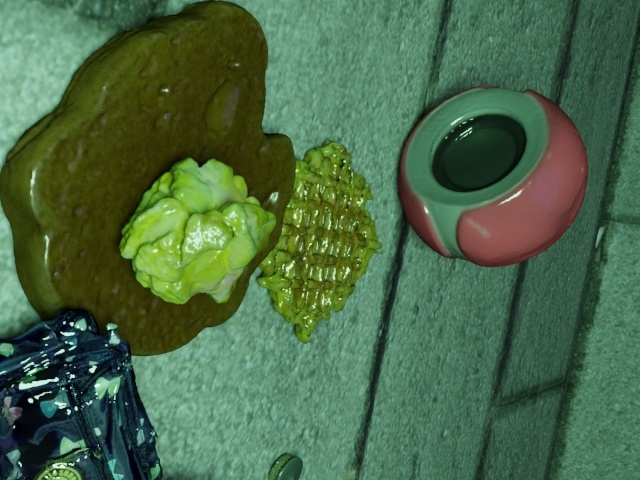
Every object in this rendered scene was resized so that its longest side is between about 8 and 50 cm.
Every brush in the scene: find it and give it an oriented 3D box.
[{"bbox_3d":[-0.073,0.438,1.223,0.062,0.027,0.265,3,102,-58],"label":"brush"}]

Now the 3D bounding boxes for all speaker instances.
[{"bbox_3d":[0.273,-0.097,1.309,0.294,0.294,0.294,-26,122,-52],"label":"speaker"}]

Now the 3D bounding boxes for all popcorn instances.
[{"bbox_3d":[-0.116,-0.006,0.793,0.125,0.126,0.145,-64,170,27],"label":"popcorn"}]

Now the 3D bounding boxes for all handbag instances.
[{"bbox_3d":[-0.233,0.185,0.757,0.162,0.113,0.260,-25,124,-28],"label":"handbag"}]

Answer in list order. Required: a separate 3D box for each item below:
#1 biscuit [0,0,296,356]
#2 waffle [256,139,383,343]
[{"bbox_3d":[-0.152,-0.065,0.869,0.359,0.074,0.380,38,66,-55],"label":"biscuit"},{"bbox_3d":[-0.002,0.000,1.153,0.245,0.052,0.254,-54,140,-31],"label":"waffle"}]
